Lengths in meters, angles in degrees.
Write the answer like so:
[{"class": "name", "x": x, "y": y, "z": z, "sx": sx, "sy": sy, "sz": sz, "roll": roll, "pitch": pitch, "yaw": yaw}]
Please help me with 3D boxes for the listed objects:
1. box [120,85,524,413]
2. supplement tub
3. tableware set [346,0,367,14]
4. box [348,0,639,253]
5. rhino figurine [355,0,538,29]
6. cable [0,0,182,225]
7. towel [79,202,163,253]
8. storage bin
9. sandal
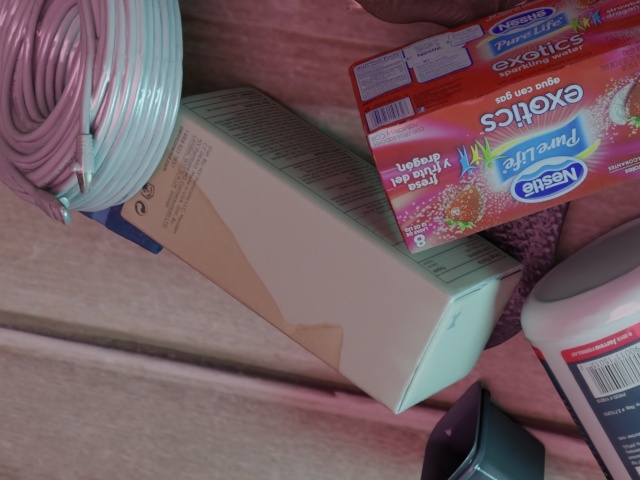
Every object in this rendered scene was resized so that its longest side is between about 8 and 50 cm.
[{"class": "box", "x": 0.000, "y": 0.000, "z": 1.432, "sx": 0.311, "sy": 0.148, "sz": 0.121, "roll": 35, "pitch": 116, "yaw": 22}, {"class": "supplement tub", "x": 0.306, "y": 0.126, "z": 1.395, "sx": 0.191, "sy": 0.191, "sz": 0.272, "roll": -26, "pitch": 100, "yaw": 23}, {"class": "tableware set", "x": 0.036, "y": -0.277, "z": 1.436, "sx": 0.141, "sy": 0.020, "sz": 0.169, "roll": 25, "pitch": 114, "yaw": 8}, {"class": "box", "x": 0.164, "y": -0.106, "z": 1.339, "sx": 0.256, "sy": 0.128, "sz": 0.123, "roll": -19, "pitch": 122, "yaw": 4}, {"class": "rhino figurine", "x": 0.084, "y": -0.228, "z": 1.393, "sx": 0.243, "sy": 0.073, "sz": 0.106, "roll": 13, "pitch": 114, "yaw": 0}, {"class": "cable", "x": -0.209, "y": -0.153, "z": 1.446, "sx": 0.257, "sy": 0.089, "sz": 0.257, "roll": 24, "pitch": 102, "yaw": 54}, {"class": "towel", "x": -0.191, "y": -0.040, "z": 1.582, "sx": 0.119, "sy": 0.029, "sz": 0.067, "roll": 29, "pitch": 115, "yaw": 6}, {"class": "storage bin", "x": 0.148, "y": 0.211, "z": 1.513, "sx": 0.091, "sy": 0.135, "sz": 0.098, "roll": 36, "pitch": 115, "yaw": -8}, {"class": "sandal", "x": 0.172, "y": -0.014, "z": 1.474, "sx": 0.097, "sy": 0.054, "sz": 0.255, "roll": 26, "pitch": 104, "yaw": 0}]
